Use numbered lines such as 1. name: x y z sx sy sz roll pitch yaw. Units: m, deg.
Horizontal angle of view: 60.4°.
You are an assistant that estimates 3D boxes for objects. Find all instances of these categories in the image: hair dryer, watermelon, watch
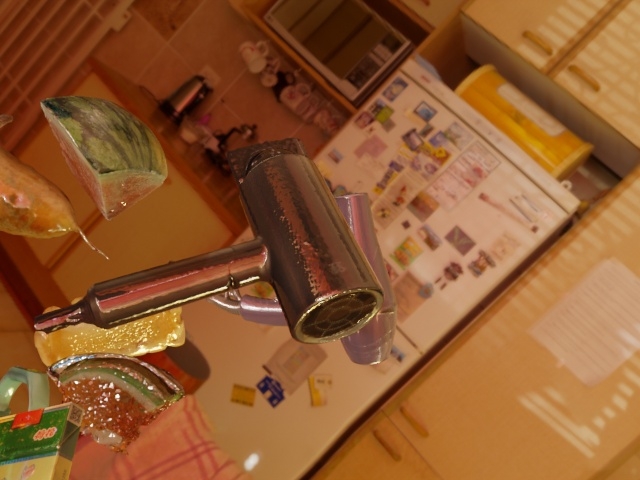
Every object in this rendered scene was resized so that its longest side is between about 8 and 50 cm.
1. hair dryer: -0.100 0.007 0.440 0.078 0.248 0.195 96 -26 -53
2. watermelon: -0.476 -0.180 1.171 0.213 0.201 0.262 49 17 15
3. watch: -0.800 0.434 1.457 0.237 0.195 0.068 0 -17 37
4. hair dryer: -0.047 0.080 1.004 0.121 0.361 0.301 -33 116 -76

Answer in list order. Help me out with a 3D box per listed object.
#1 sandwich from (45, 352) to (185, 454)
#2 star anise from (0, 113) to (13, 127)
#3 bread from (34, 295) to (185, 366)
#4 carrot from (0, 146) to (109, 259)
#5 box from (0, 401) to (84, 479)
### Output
1. sandwich: -0.370 0.263 0.944 0.235 0.159 0.079 26 -9 9
2. star anise: -0.722 -0.099 0.984 0.139 0.316 0.359 52 10 -28
3. bread: -0.468 0.186 1.231 0.121 0.311 0.172 -131 -145 -55
4. carrot: -0.254 -0.060 0.308 0.298 0.078 0.078 25 11 -8
5. box: -0.373 0.321 0.662 0.034 0.132 0.235 61 19 -46
